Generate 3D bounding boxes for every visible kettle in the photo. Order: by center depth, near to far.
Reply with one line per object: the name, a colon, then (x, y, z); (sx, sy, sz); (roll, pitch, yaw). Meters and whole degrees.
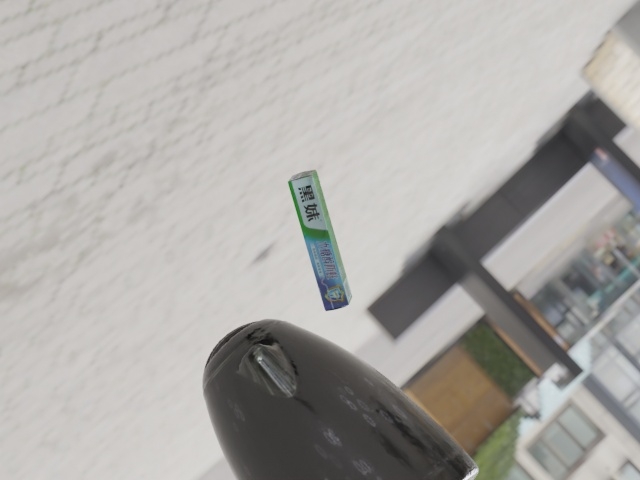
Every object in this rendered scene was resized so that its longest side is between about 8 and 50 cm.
kettle: (-0.007, 0.219, 1.386); (0.207, 0.290, 0.268); (-41, 163, -15)

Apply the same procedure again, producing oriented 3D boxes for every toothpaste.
toothpaste: (0.000, 0.000, 0.780); (0.017, 0.083, 0.020); (-14, -168, 11)
